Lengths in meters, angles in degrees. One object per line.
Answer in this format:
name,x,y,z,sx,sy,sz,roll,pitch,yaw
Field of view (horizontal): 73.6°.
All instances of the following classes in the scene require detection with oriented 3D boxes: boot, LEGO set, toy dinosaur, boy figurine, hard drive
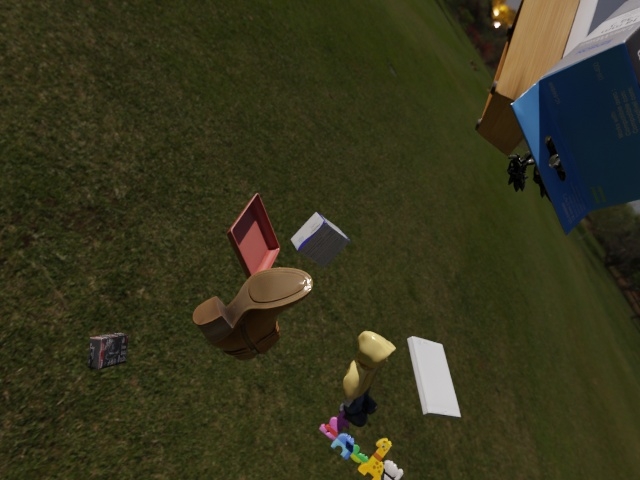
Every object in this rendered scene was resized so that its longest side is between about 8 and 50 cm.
boot,-0.127,0.188,1.002,0.109,0.283,0.220,63,-1,42
LEGO set,0.112,0.490,1.011,0.227,0.093,0.087,38,-7,10
toy dinosaur,0.628,-0.223,1.145,0.322,0.218,0.164,55,-2,-2
boy figurine,0.120,0.329,1.063,0.092,0.285,0.177,31,39,26
hard drive,0.466,0.564,1.764,0.203,0.040,0.308,21,46,-32

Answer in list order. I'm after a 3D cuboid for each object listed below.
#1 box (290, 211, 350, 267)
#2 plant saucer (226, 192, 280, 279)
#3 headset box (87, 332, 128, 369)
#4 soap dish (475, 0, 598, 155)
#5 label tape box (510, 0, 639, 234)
box,0.000,0.000,1.346,0.137,0.126,0.072,35,12,-42
plant saucer,-0.242,0.002,1.539,0.259,0.047,0.259,-68,146,-52
headset box,-0.443,0.229,0.888,0.083,0.032,0.062,10,83,-70
soap dish,0.395,-0.332,0.799,0.229,0.118,0.291,30,79,-77
label tape box,0.467,-0.197,0.645,0.333,0.106,0.241,-41,110,-19
